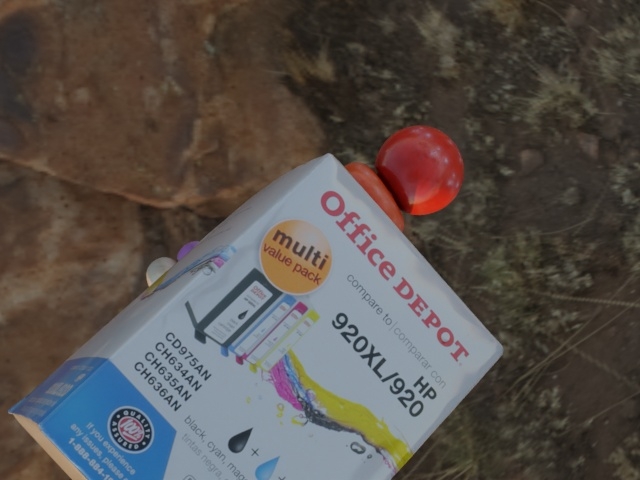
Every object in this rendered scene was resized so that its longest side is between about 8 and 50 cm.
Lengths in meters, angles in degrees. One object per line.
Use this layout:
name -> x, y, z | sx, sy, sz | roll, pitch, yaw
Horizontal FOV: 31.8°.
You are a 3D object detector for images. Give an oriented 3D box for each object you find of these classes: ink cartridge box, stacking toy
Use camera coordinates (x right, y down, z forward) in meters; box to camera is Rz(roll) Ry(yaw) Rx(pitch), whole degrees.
ink cartridge box -> -0.043, 0.090, 0.707 | 0.233, 0.168, 0.171 | -44, 99, -19
stacking toy -> 0.000, 0.000, 1.111 | 0.330, 0.141, 0.141 | -32, 78, -4
